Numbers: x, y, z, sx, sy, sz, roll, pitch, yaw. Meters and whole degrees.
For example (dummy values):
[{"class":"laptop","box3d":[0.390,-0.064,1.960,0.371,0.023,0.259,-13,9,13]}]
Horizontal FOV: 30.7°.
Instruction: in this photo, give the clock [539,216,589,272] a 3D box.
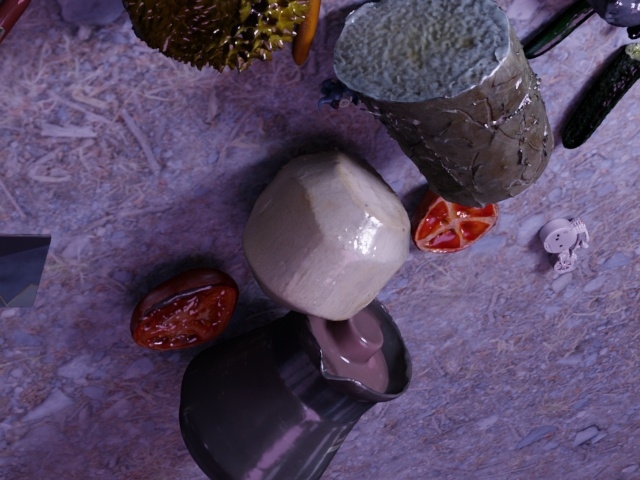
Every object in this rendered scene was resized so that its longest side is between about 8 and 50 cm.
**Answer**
[{"class":"clock","box3d":[0.456,0.008,2.176,0.087,0.041,0.129,-21,136,2]}]

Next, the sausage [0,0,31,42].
[{"class":"sausage","box3d":[-0.427,-0.242,1.473,0.029,0.029,0.223,22,122,-41]}]

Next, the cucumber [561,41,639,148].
[{"class":"cucumber","box3d":[0.460,-0.229,1.910,0.058,0.052,0.214,-22,153,-51]}]

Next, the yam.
[{"class":"yam","box3d":[0.192,-0.200,1.676,0.241,0.241,0.348,-32,143,9]}]

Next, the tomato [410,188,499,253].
[{"class":"tomato","box3d":[0.221,-0.051,1.972,0.155,0.069,0.155,-11,137,-11]}]

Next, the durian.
[{"class":"durian","box3d":[-0.111,-0.346,1.358,0.258,0.258,0.293,-5,119,-21]}]

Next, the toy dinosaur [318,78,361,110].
[{"class":"toy dinosaur","box3d":[0.032,-0.213,1.718,0.083,0.047,0.030,-10,140,-18]}]

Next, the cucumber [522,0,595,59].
[{"class":"cucumber","box3d":[0.377,-0.331,1.767,0.184,0.033,0.036,-40,160,12]}]

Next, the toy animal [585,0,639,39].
[{"class":"toy animal","box3d":[0.473,-0.362,1.704,0.210,0.121,0.117,7,99,-48]}]

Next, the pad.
[{"class":"pad","box3d":[-0.539,0.047,1.760,0.243,0.004,0.163,1,135,-27]}]

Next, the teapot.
[{"class":"teapot","box3d":[-0.024,0.236,2.000,0.362,0.305,0.376,-41,-179,29]}]

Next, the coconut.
[{"class":"coconut","box3d":[0.000,0.000,1.789,0.245,0.245,0.247,24,122,-42]}]

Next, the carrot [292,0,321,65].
[{"class":"carrot","box3d":[-0.018,-0.309,1.596,0.037,0.037,0.190,-11,140,-15]}]

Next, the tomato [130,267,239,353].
[{"class":"tomato","box3d":[-0.230,0.101,1.909,0.174,0.082,0.166,-7,142,-26]}]
